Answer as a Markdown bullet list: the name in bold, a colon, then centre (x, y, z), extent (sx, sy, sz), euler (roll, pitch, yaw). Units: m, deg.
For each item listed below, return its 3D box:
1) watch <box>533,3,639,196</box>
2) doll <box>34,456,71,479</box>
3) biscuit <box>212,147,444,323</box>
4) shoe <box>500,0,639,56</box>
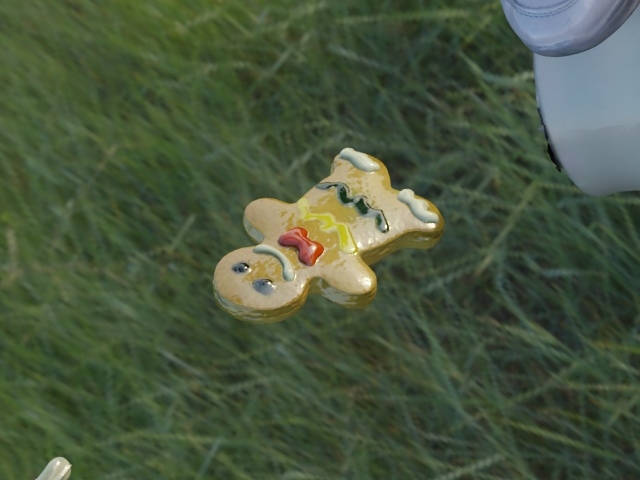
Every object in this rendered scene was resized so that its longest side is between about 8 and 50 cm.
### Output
- **watch**: centre (0.232, -0.151, 1.103), extent (0.211, 0.217, 0.248), euler (-5, 19, 31)
- **doll**: centre (-0.248, 0.236, 1.242), extent (0.135, 0.071, 0.113), euler (-27, 33, -17)
- **biscuit**: centre (0.000, -0.001, 1.407), extent (0.158, 0.035, 0.240), euler (34, 51, 27)
- **shoe**: centre (0.110, -0.222, 0.796), extent (0.095, 0.138, 0.245), euler (-5, 84, 40)
